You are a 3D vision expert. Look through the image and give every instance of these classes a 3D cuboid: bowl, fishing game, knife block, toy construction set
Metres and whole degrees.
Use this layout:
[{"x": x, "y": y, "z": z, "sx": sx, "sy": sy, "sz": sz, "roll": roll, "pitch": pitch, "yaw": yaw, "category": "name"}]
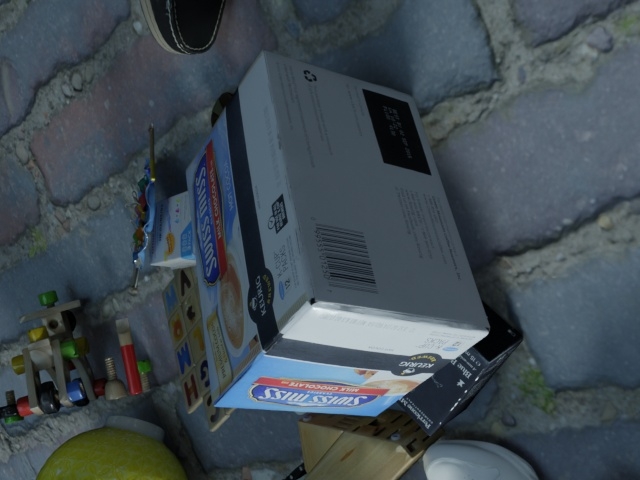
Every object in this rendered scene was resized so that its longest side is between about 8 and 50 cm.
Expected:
[{"x": -0.368, "y": 0.421, "z": 1.549, "sx": 0.289, "sy": 0.289, "sz": 0.156, "roll": -16, "pitch": 51, "yaw": 43, "category": "bowl"}, {"x": -0.297, "y": -0.042, "z": 1.347, "sx": 0.264, "sy": 0.041, "sz": 0.189, "roll": 112, "pitch": 157, "yaw": -45, "category": "fishing game"}, {"x": 0.058, "y": 0.369, "z": 1.232, "sx": 0.276, "sy": 0.088, "sz": 0.242, "roll": 1, "pitch": 107, "yaw": 40, "category": "knife block"}, {"x": -0.475, "y": 0.199, "z": 1.566, "sx": 0.309, "sy": 0.257, "sz": 0.237, "roll": -15, "pitch": 82, "yaw": 22, "category": "toy construction set"}]

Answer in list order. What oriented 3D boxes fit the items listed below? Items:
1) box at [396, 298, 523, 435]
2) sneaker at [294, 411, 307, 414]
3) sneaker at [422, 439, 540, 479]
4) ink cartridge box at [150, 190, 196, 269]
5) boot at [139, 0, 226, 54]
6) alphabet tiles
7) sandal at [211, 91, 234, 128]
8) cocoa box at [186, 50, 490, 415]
[{"x": 0.146, "y": 0.137, "z": 1.070, "sx": 0.156, "sy": 0.093, "sz": 0.158, "roll": 44, "pitch": 130, "yaw": 20, "category": "box"}, {"x": -0.040, "y": 0.184, "z": 1.210, "sx": 0.221, "sy": 0.128, "sz": 0.087, "roll": -57, "pitch": 31, "yaw": 37, "category": "sneaker"}, {"x": 0.240, "y": 0.366, "z": 1.031, "sx": 0.305, "sy": 0.152, "sz": 0.114, "roll": 36, "pitch": 128, "yaw": 28, "category": "sneaker"}, {"x": -0.220, "y": -0.013, "z": 1.313, "sx": 0.181, "sy": 0.062, "sz": 0.104, "roll": -13, "pitch": 74, "yaw": 53, "category": "ink cartridge box"}, {"x": -0.092, "y": -0.399, "z": 1.059, "sx": 0.284, "sy": 0.138, "sz": 0.377, "roll": 26, "pitch": 115, "yaw": 32, "category": "boot"}, {"x": -0.171, "y": 0.105, "z": 1.294, "sx": 0.285, "sy": 0.011, "sz": 0.342, "roll": -48, "pitch": 49, "yaw": 40, "category": "alphabet tiles"}, {"x": -0.099, "y": -0.120, "z": 1.218, "sx": 0.090, "sy": 0.060, "sz": 0.219, "roll": -42, "pitch": 63, "yaw": 35, "category": "sandal"}, {"x": 0.000, "y": 0.000, "z": 0.964, "sx": 0.228, "sy": 0.231, "sz": 0.347, "roll": -48, "pitch": 43, "yaw": 41, "category": "cocoa box"}]
